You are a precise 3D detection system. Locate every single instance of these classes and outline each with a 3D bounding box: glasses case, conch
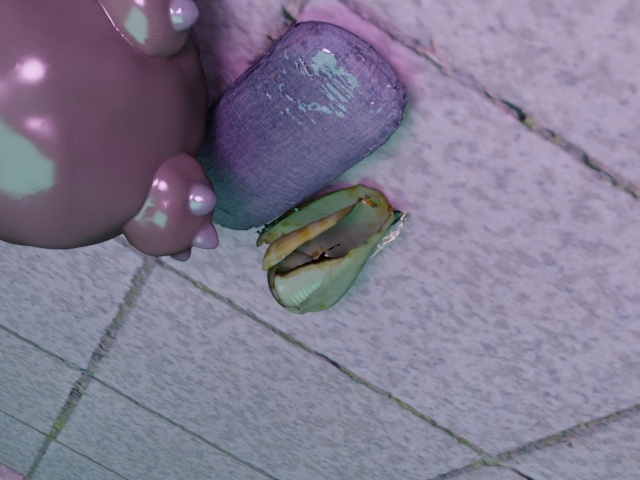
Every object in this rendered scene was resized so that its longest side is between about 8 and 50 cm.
[{"bbox_3d":[-0.040,-0.082,0.691,0.109,0.067,0.282,40,147,-15],"label":"glasses case"},{"bbox_3d":[0.000,0.000,0.778,0.105,0.079,0.170,30,132,-16],"label":"conch"}]

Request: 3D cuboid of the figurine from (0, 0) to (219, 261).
[{"bbox_3d":[-0.247,-0.115,0.647,0.380,0.203,0.248,9,111,24],"label":"figurine"}]
